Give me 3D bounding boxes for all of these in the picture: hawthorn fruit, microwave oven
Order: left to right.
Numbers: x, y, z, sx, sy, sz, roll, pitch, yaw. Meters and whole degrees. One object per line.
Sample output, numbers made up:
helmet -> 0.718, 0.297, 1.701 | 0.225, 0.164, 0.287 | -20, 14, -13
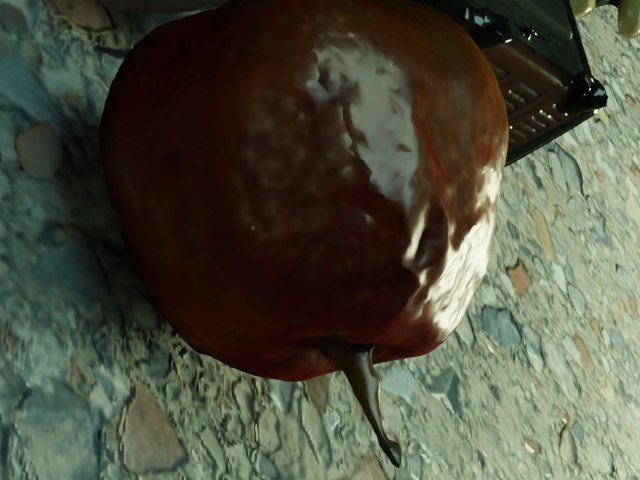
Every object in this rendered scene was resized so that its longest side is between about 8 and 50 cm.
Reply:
hawthorn fruit -> 0.000, 0.000, 0.785 | 0.207, 0.207, 0.243 | 11, 61, -54
microwave oven -> 0.059, -0.170, 1.019 | 0.188, 0.178, 0.247 | 22, 49, -45

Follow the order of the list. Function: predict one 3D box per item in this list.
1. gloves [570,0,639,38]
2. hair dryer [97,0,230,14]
gloves -> 0.228, -0.299, 1.367 | 0.152, 0.197, 0.301 | 24, 45, -33
hair dryer -> -0.067, -0.301, 0.911 | 0.352, 0.125, 0.210 | -76, 161, -56
